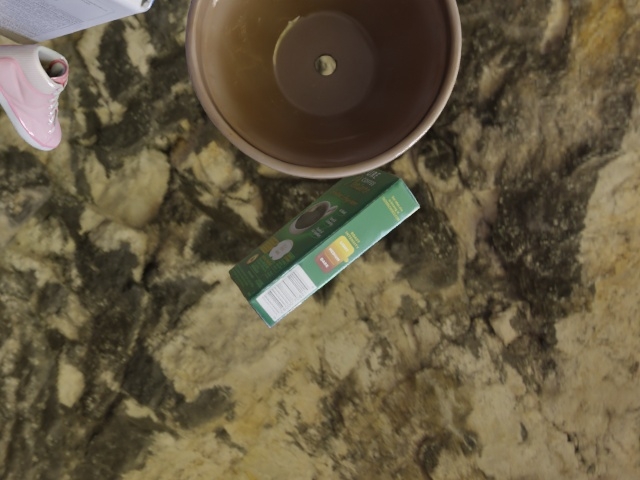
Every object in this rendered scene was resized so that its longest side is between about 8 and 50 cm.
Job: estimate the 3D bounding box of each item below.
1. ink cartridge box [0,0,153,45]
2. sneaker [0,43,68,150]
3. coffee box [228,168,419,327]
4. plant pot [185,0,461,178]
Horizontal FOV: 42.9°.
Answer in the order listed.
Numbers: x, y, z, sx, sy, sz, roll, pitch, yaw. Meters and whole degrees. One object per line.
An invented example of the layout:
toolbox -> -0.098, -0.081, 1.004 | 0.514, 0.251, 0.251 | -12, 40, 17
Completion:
ink cartridge box -> -0.300, -0.285, 0.645 | 0.395, 0.270, 0.151 | 10, -102, 56
sneaker -> -0.273, -0.141, 0.807 | 0.070, 0.134, 0.051 | -9, -125, 7
coffee box -> 0.000, 0.000, 0.797 | 0.184, 0.040, 0.113 | -40, -160, -6
plant pot -> 0.003, -0.172, 0.748 | 0.237, 0.110, 0.237 | 0, -89, 1
